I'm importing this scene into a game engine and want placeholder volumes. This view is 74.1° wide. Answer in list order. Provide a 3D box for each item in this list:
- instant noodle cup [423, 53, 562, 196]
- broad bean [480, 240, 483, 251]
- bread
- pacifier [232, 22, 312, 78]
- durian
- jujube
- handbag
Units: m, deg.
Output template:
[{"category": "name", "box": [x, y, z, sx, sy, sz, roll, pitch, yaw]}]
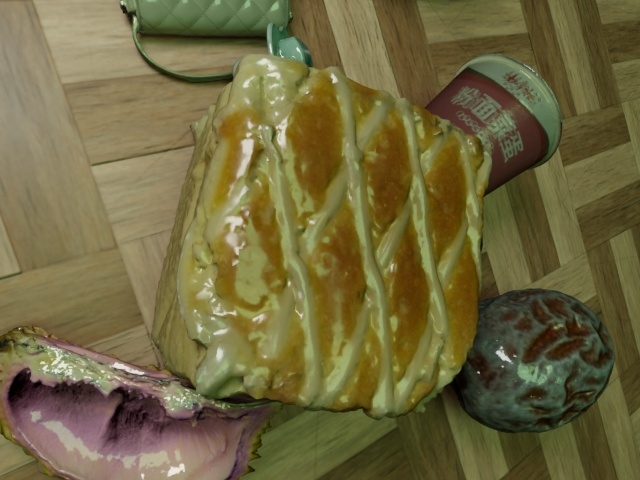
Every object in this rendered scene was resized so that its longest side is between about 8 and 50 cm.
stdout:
[{"category": "instant noodle cup", "box": [0.267, -0.177, 0.752, 0.178, 0.235, 0.234, -39, 103, -16]}, {"category": "broad bean", "box": [0.252, 0.058, 0.819, 0.227, 0.039, 0.069, -35, 96, -25]}, {"category": "bread", "box": [0.000, 0.000, 0.562, 0.371, 0.279, 0.389, 17, 76, -27]}, {"category": "pacifier", "box": [-0.071, -0.247, 0.626, 0.117, 0.150, 0.126, -11, 117, 11]}, {"category": "durian", "box": [-0.229, 0.212, 0.518, 0.341, 0.112, 0.191, 18, 107, -12]}, {"category": "jujube", "box": [0.369, 0.213, 0.766, 0.308, 0.215, 0.246, -21, 95, -26]}, {"category": "handbag", "box": [-0.157, -0.349, 0.620, 0.256, 0.079, 0.219, -12, 103, -26]}]
